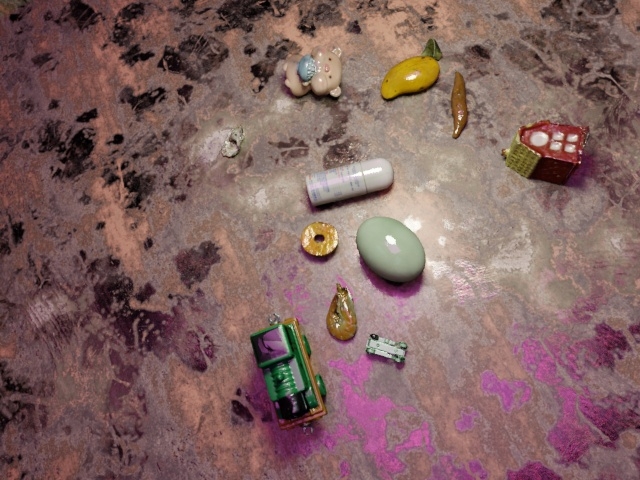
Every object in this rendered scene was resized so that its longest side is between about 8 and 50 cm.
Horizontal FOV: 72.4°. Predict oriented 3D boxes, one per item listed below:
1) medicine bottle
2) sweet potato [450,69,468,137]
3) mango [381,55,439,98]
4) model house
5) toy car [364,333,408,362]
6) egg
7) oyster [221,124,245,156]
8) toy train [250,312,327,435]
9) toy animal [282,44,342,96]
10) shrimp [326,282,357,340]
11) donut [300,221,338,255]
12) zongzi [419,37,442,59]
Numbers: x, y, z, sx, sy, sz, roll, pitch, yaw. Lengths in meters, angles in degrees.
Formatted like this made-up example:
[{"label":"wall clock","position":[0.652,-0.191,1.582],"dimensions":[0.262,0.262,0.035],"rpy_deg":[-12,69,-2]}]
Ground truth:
[{"label":"medicine bottle","position":[0.120,-0.235,1.726],"dimensions":[0.341,0.130,0.130],"rpy_deg":[-14,70,7]},{"label":"sweet potato","position":[0.562,-0.567,1.782],"dimensions":[0.066,0.072,0.314],"rpy_deg":[-5,73,25]},{"label":"mango","position":[0.373,-0.689,1.839],"dimensions":[0.262,0.109,0.157],"rpy_deg":[-23,71,4]},{"label":"model house","position":[0.799,-0.324,1.587],"dimensions":[0.254,0.196,0.159],"rpy_deg":[12,76,16]},{"label":"toy car","position":[0.232,0.379,1.539],"dimensions":[0.143,0.054,0.073],"rpy_deg":[13,76,11]},{"label":"egg","position":[0.250,0.030,1.572],"dimensions":[0.283,0.203,0.203],"rpy_deg":[40,83,25]},{"label":"oyster","position":[-0.373,-0.446,1.937],"dimensions":[0.108,0.053,0.165],"rpy_deg":[10,81,42]},{"label":"toy train","position":[-0.113,0.441,1.481],"dimensions":[0.178,0.249,0.429],"rpy_deg":[-22,69,3]},{"label":"toy animal","position":[-0.035,-0.721,1.900],"dimensions":[0.221,0.230,0.209],"rpy_deg":[7,103,54]},{"label":"shrimp","position":[0.072,0.261,1.614],"dimensions":[0.115,0.051,0.217],"rpy_deg":[-10,73,10]},{"label":"donut","position":[0.000,0.000,1.709],"dimensions":[0.152,0.058,0.151],"rpy_deg":[-4,70,11]},{"label":"zongzi","position":[0.457,-0.826,1.883],"dimensions":[0.114,0.052,0.104],"rpy_deg":[-7,62,-19]}]
